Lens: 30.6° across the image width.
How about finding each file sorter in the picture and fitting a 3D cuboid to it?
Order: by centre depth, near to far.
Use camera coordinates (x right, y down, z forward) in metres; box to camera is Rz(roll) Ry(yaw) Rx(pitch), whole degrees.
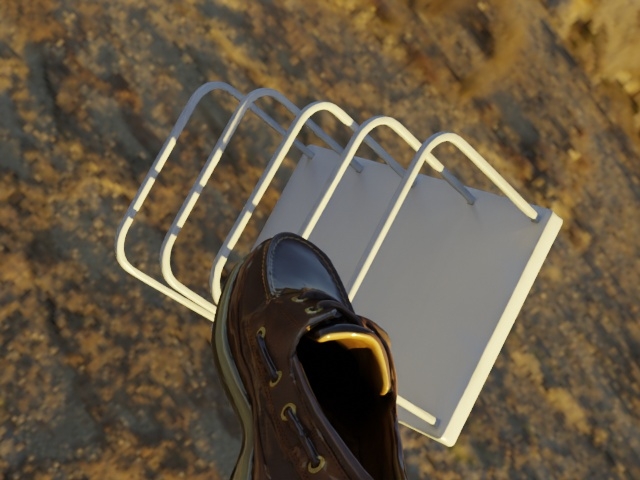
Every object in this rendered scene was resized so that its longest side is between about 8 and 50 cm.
[{"bbox_3d":[0.000,0.000,0.913,0.277,0.193,0.173,19,-12,45],"label":"file sorter"}]

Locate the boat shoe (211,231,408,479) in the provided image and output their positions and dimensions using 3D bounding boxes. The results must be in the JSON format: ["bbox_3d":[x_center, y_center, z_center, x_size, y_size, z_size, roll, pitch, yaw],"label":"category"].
[{"bbox_3d":[0.002,0.050,0.420,0.064,0.060,0.178,28,27,-22],"label":"boat shoe"}]
